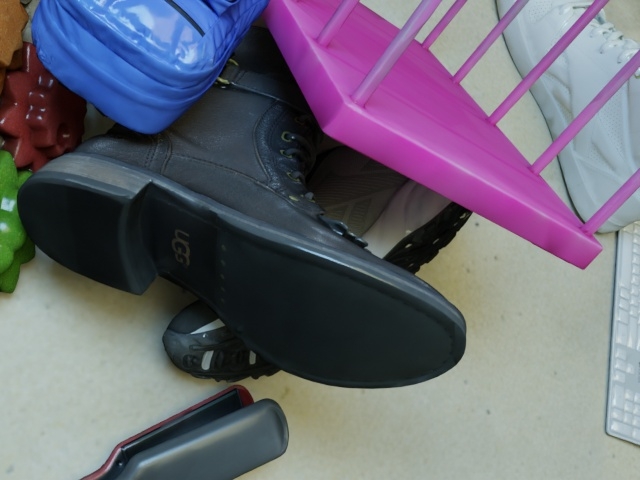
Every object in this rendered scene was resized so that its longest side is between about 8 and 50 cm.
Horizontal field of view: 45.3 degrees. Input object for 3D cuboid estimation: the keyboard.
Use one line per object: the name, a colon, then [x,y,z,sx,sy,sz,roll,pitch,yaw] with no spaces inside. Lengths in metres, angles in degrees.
keyboard: [0.310,0.069,0.739,0.072,0.014,0.255,24,64,-24]

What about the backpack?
backpack: [-0.084,-0.124,0.389,0.098,0.101,0.120,35,48,-10]

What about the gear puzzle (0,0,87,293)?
gear puzzle: [-0.174,-0.053,0.391,0.044,0.175,0.338,8,66,13]

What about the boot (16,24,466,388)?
boot: [-0.020,-0.050,0.458,0.263,0.091,0.229,23,43,4]

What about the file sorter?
file sorter: [0.093,-0.166,0.479,0.202,0.182,0.290,24,26,-32]

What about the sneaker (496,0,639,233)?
sneaker: [0.277,-0.169,0.698,0.108,0.169,0.292,-17,82,-32]

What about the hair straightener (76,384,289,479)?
hair straightener: [-0.112,0.140,0.409,0.231,0.089,0.047,-15,101,-35]

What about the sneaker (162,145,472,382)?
sneaker: [0.000,0.000,0.532,0.272,0.100,0.108,-35,70,-31]
